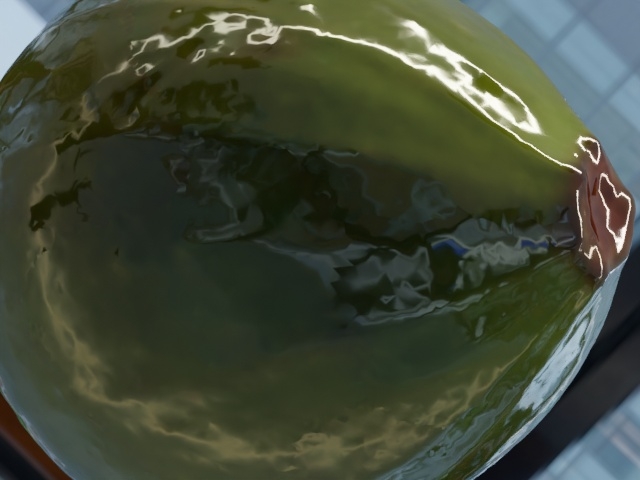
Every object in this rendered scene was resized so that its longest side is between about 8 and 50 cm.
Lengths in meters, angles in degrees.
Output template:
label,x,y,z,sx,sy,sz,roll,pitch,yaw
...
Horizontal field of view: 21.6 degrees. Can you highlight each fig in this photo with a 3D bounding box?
label,x,y,z,sx,sy,sz,roll,pitch,yaw
fig,0.000,0.000,0.785,0.316,0.316,0.316,43,-8,8
